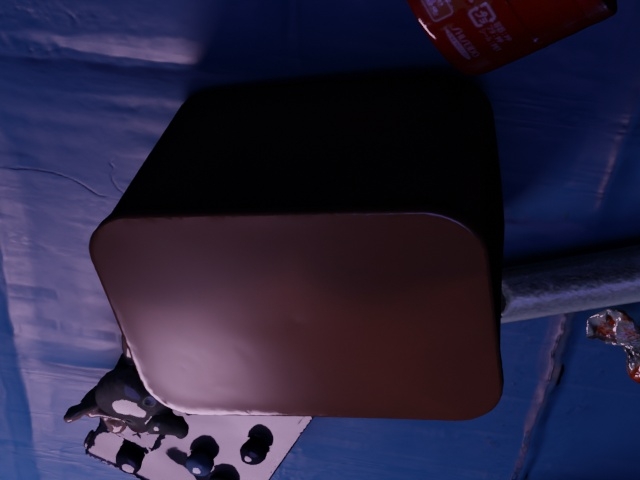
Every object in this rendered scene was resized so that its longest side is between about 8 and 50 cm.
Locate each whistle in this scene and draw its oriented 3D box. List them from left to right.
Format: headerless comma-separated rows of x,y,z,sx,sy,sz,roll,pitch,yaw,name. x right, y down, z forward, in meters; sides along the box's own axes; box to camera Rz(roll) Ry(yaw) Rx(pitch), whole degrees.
0.244,0.050,1.052,0.312,0.062,0.062,-11,127,18,whistle

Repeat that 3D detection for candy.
0.422,0.143,1.100,0.292,0.059,0.086,22,131,-7,candy

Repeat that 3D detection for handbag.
-0.154,0.191,1.209,0.269,0.118,0.326,23,127,-8,handbag

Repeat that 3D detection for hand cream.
0.132,-0.231,0.755,0.125,0.193,0.193,-20,123,26,hand cream

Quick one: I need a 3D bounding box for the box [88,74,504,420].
0.000,0.000,0.931,0.339,0.229,0.239,-2,130,16,box
